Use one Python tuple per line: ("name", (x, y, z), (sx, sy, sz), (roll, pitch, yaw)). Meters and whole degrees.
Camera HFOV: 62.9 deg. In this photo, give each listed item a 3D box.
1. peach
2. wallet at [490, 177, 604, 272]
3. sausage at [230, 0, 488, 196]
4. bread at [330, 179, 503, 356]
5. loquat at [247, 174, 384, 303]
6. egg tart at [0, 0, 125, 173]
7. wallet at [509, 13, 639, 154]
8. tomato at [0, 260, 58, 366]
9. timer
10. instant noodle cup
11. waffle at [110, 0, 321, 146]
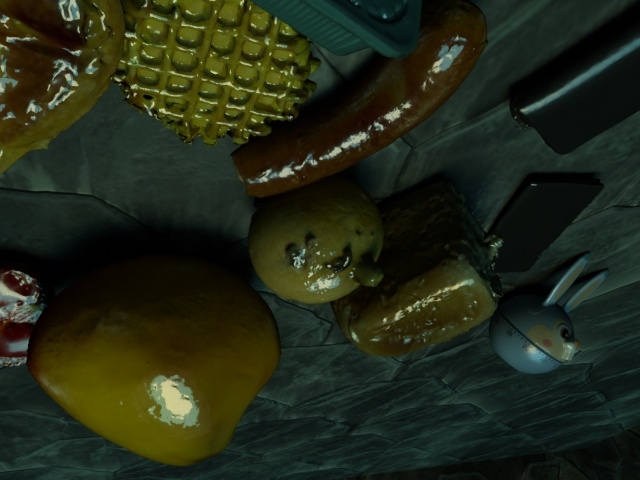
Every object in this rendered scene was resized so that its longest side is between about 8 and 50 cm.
("peach", (-0.217, 0.147, 0.732), (0.308, 0.289, 0.289), (37, 131, -8))
("wallet", (0.334, -0.018, 0.846), (0.125, 0.025, 0.244), (-2, 146, -12))
("sausage", (0.039, -0.135, 0.554), (0.302, 0.076, 0.103), (-29, 145, 24))
("bread", (0.145, 0.048, 0.743), (0.247, 0.195, 0.176), (-28, 138, 24))
("loquat", (0.000, 0.000, 0.651), (0.172, 0.205, 0.149), (-32, 132, -22))
("egg tart", (-0.313, -0.179, 0.330), (0.352, 0.152, 0.339), (-6, 146, -7))
("wallet", (0.345, -0.190, 0.590), (0.250, 0.044, 0.149), (-34, 143, 30))
("tomato", (-0.440, 0.089, 0.742), (0.139, 0.091, 0.159), (-17, 119, -9))
("timer", (0.455, 0.161, 1.020), (0.256, 0.175, 0.175), (-34, 139, 28))
("instant noodle cup", (-0.006, -0.218, 0.375), (0.179, 0.156, 0.070), (20, 158, -36))
("waffle", (-0.101, -0.169, 0.478), (0.197, 0.070, 0.193), (-26, 143, 26))
